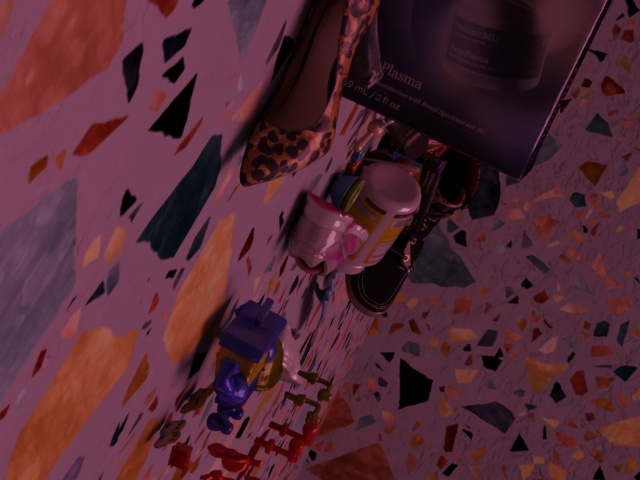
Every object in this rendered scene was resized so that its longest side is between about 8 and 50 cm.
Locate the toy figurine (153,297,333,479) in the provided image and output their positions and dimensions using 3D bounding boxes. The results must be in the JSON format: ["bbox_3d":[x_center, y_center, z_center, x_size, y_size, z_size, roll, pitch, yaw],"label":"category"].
[{"bbox_3d":[-0.073,0.170,1.605,0.362,0.191,0.217,-49,158,-62],"label":"toy figurine"}]

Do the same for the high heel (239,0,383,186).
[{"bbox_3d":[-0.021,-0.192,1.246,0.261,0.093,0.186,-48,147,-29],"label":"high heel"}]

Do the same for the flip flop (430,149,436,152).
[{"bbox_3d":[0.235,-0.234,2.482,0.112,0.080,0.277,-65,171,9],"label":"flip flop"}]

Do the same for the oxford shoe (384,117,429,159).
[{"bbox_3d":[0.136,-0.229,2.010,0.076,0.076,0.212,-38,148,-14],"label":"oxford shoe"}]

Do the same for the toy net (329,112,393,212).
[{"bbox_3d":[0.086,-0.157,1.929,0.232,0.045,0.122,-60,171,11],"label":"toy net"}]

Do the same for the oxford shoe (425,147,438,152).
[{"bbox_3d":[0.260,-0.309,2.210,0.364,0.130,0.133,-44,146,19],"label":"oxford shoe"}]

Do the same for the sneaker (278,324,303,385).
[{"bbox_3d":[-0.062,0.213,2.133,0.212,0.080,0.094,85,22,-71],"label":"sneaker"}]

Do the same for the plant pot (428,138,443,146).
[{"bbox_3d":[0.247,-0.260,2.135,0.236,0.032,0.236,-16,141,-13],"label":"plant pot"}]

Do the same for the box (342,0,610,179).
[{"bbox_3d":[0.201,-0.278,1.491,0.294,0.296,0.183,-66,170,13],"label":"box"}]

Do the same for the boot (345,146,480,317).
[{"bbox_3d":[0.201,-0.035,2.434,0.284,0.138,0.377,-43,-165,54],"label":"boot"}]

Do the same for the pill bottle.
[{"bbox_3d":[0.088,-0.034,2.052,0.117,0.117,0.215,-53,177,-47],"label":"pill bottle"}]

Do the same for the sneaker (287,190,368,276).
[{"bbox_3d":[0.000,0.000,1.811,0.111,0.103,0.252,-59,164,-1],"label":"sneaker"}]

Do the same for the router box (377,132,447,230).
[{"bbox_3d":[0.165,-0.116,2.256,0.046,0.133,0.179,-56,168,-39],"label":"router box"}]

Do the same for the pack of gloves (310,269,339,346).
[{"bbox_3d":[0.010,0.083,2.310,0.232,0.046,0.195,107,2,-61],"label":"pack of gloves"}]

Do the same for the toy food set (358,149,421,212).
[{"bbox_3d":[0.128,-0.117,2.133,0.218,0.128,0.071,90,7,-61],"label":"toy food set"}]
